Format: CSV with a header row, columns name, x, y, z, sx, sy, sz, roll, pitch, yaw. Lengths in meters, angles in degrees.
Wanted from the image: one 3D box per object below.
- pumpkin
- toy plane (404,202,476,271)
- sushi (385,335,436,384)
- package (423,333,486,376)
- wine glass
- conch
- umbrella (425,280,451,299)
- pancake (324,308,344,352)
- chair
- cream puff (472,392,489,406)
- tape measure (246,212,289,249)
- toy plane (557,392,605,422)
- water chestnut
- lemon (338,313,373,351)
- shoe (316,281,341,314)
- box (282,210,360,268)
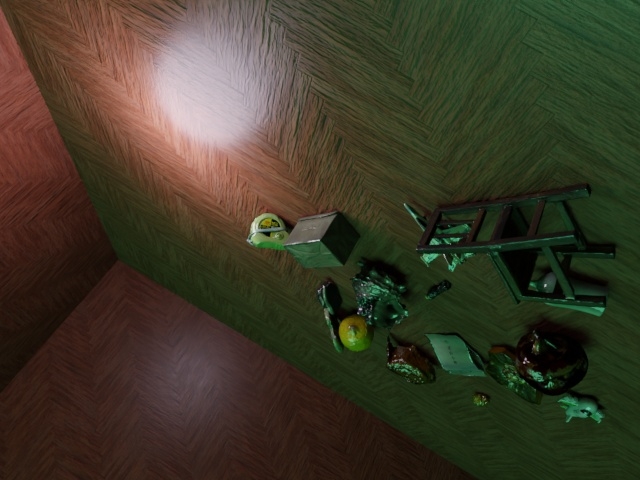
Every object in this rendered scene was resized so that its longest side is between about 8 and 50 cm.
name,x,y,z,sx,sy,sz,roll,pitch,yaw
pumpkin,0.794,0.522,1.793,0.258,0.095,0.291,28,144,33
toy plane,0.357,-0.024,1.391,0.262,0.088,0.192,50,123,5
sushi,0.442,0.602,2.213,0.296,0.179,0.167,22,133,12
package,0.599,0.504,2.002,0.251,0.062,0.203,55,147,-12
wine glass,0.694,0.144,1.301,0.230,0.103,0.103,15,147,23
conch,0.248,0.213,1.794,0.240,0.186,0.313,-11,111,43
umbrella,0.437,0.190,1.684,0.040,0.037,0.144,22,149,-10
pancake,0.073,0.448,2.280,0.037,0.254,0.254,-20,133,8
chair,0.509,0.030,1.201,0.415,0.203,0.241,-8,131,48
cream puff,0.805,0.803,2.250,0.083,0.058,0.083,18,150,20
tape measure,-0.212,-0.034,1.849,0.177,0.154,0.087,5,158,-15
toy plane,1.047,0.681,1.809,0.173,0.080,0.174,23,148,16
water chestnut,0.765,0.397,1.509,0.223,0.223,0.238,2,124,42
lemon,0.179,0.454,2.205,0.180,0.181,0.193,-2,132,45
shoe,0.025,0.267,2.150,0.112,0.099,0.228,21,151,33
box,0.000,0.000,1.699,0.231,0.149,0.155,-6,134,48
